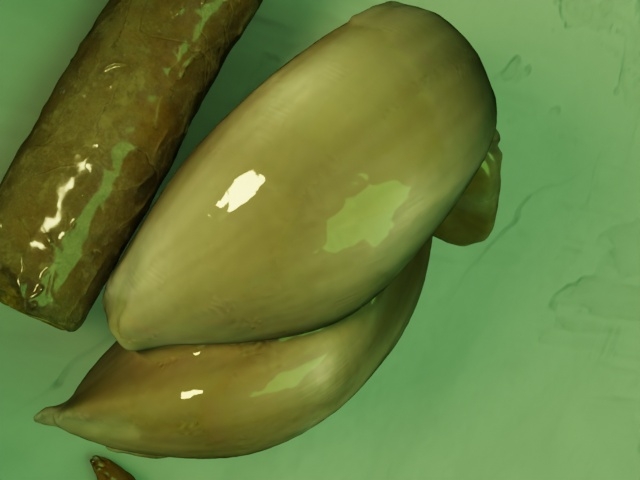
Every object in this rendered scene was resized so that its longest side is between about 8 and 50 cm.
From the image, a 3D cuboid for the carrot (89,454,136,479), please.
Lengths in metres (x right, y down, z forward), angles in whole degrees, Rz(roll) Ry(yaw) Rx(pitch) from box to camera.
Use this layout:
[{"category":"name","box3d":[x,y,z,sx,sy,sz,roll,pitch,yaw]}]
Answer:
[{"category":"carrot","box3d":[-0.091,0.202,0.973,0.048,0.048,0.216,-47,131,-17]}]

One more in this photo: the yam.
[{"category":"yam","box3d":[-0.075,-0.116,0.797,0.081,0.081,0.357,32,87,-48]}]

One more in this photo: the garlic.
[{"category":"garlic","box3d":[-0.001,0.000,0.834,0.325,0.132,0.279,-45,161,-42]}]
